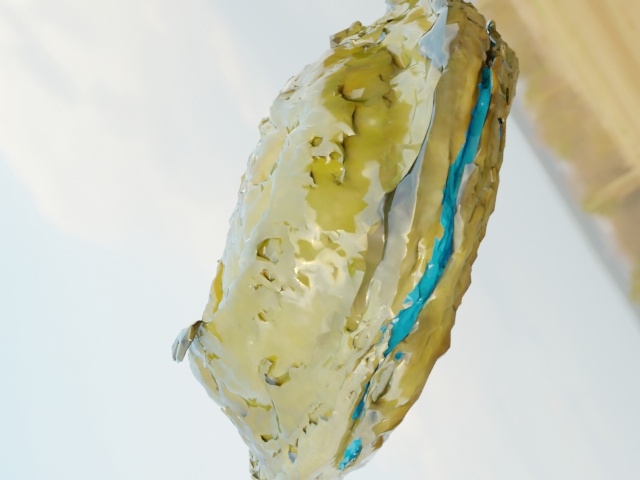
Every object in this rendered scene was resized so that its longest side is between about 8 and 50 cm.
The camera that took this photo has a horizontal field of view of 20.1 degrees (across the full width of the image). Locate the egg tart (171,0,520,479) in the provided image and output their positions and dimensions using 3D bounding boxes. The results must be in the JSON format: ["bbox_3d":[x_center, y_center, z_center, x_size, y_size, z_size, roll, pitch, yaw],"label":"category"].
[{"bbox_3d":[0.000,0.000,0.884,0.107,0.290,0.291,19,-164,-9],"label":"egg tart"}]
